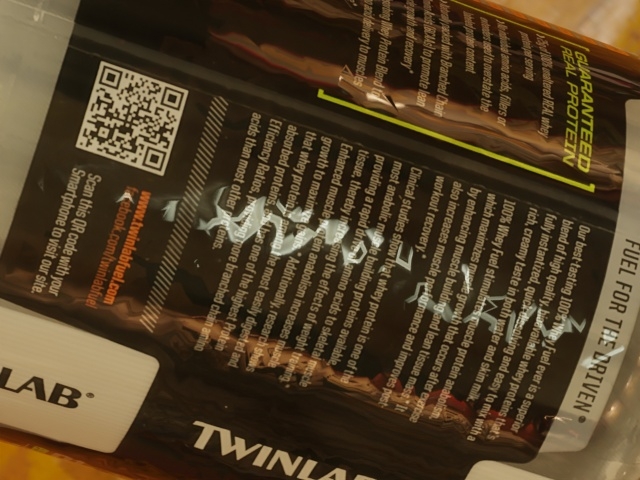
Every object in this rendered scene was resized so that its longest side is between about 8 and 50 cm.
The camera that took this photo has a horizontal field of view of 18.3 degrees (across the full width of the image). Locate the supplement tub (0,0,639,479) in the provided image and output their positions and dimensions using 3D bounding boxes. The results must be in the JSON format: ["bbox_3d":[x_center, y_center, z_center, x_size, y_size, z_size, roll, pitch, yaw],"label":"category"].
[{"bbox_3d":[0.000,0.000,0.675,0.316,0.193,0.193,18,83,-12],"label":"supplement tub"}]
